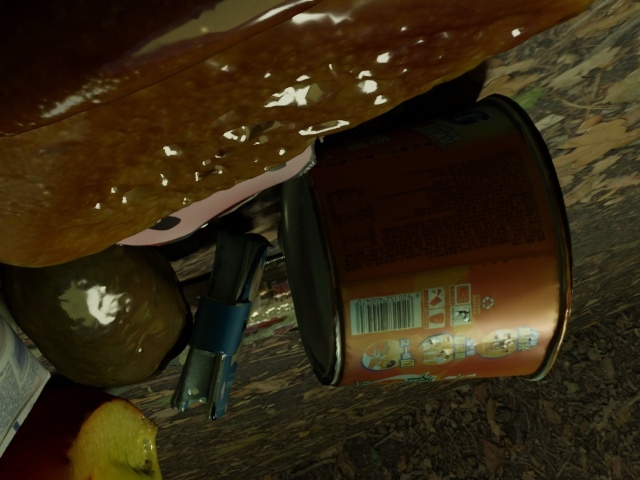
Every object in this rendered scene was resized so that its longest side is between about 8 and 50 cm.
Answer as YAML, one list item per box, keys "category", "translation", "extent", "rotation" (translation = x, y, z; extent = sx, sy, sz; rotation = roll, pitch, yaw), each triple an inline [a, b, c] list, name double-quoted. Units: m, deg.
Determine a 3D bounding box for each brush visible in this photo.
- category: "brush"
  translation: [-0.137, 0.000, 1.117]
  extent: [0.083, 0.021, 0.019]
  rotation: [-30, 158, 28]

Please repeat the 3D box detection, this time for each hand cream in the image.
- category: "hand cream"
  translation: [-0.307, 0.126, 0.940]
  extent: [0.248, 0.083, 0.133]
  rotation: [93, 23, -57]

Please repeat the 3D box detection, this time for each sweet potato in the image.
- category: "sweet potato"
  translation: [-0.216, 0.057, 0.986]
  extent: [0.158, 0.158, 0.370]
  rotation: [-20, 164, -1]

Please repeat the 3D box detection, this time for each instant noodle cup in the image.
- category: "instant noodle cup"
  translation: [0.087, 0.011, 1.005]
  extent: [0.214, 0.296, 0.296]
  rotation: [-8, 161, -11]

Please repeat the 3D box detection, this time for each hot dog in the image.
- category: "hot dog"
  translation: [-0.067, -0.136, 0.495]
  extent: [0.405, 0.185, 0.223]
  rotation: [-25, 164, 15]

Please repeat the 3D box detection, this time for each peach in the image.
- category: "peach"
  translation: [-0.358, 0.344, 1.494]
  extent: [0.338, 0.281, 0.281]
  rotation: [6, 150, -38]

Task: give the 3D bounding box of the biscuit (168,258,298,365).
- category: "biscuit"
  translation: [-0.107, 0.090, 1.333]
  extent: [0.309, 0.079, 0.186]
  rotation: [-17, 161, -16]

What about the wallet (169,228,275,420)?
- category: "wallet"
  translation: [-0.104, 0.087, 1.108]
  extent: [0.059, 0.202, 0.141]
  rotation: [17, 178, 1]

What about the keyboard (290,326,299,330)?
- category: "keyboard"
  translation: [-0.009, 0.132, 1.678]
  extent: [0.061, 0.013, 0.204]
  rotation: [-30, 161, 30]

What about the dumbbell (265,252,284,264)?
- category: "dumbbell"
  translation: [0.001, 0.000, 1.190]
  extent: [0.147, 0.069, 0.069]
  rotation: [-20, 163, 3]

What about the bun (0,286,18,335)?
- category: "bun"
  translation: [-0.408, 0.109, 0.983]
  extent: [0.237, 0.116, 0.210]
  rotation: [-44, 154, 0]

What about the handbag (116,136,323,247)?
- category: "handbag"
  translation: [-0.115, -0.080, 0.733]
  extent: [0.205, 0.116, 0.179]
  rotation: [-28, 162, 20]

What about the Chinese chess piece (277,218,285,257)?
- category: "Chinese chess piece"
  translation: [-0.006, -0.006, 1.138]
  extent: [0.084, 0.084, 0.034]
  rotation: [-20, 179, 0]
